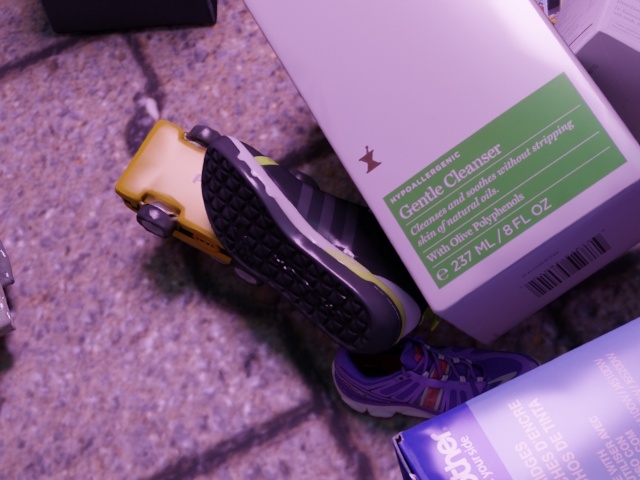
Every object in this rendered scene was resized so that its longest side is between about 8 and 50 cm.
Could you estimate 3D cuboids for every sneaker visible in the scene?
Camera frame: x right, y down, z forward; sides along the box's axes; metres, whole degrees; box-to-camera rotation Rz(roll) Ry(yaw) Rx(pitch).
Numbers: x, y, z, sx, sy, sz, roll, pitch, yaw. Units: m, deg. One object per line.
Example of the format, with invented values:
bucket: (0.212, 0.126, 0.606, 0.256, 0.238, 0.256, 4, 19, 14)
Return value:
sneaker: (0.092, 0.108, 1.225, 0.169, 0.071, 0.068, -1, 57, 9)
sneaker: (0.000, 0.000, 1.243, 0.097, 0.084, 0.235, -28, 67, -40)

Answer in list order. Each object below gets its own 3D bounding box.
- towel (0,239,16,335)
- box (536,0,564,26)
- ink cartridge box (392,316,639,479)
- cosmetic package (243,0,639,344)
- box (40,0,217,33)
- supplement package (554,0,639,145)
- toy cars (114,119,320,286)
towel: (-0.447, 0.031, 1.385, 0.324, 0.056, 0.312, -24, 57, -2)
box: (0.170, -0.215, 1.449, 0.114, 0.036, 0.207, -41, 59, -16)
ink cartridge box: (0.211, 0.187, 1.027, 0.395, 0.270, 0.151, -26, 54, -8)
cosmetic package: (0.096, -0.125, 1.213, 0.197, 0.155, 0.366, -36, 68, 10)
box: (-0.204, -0.409, 1.491, 0.182, 0.296, 0.294, -4, 55, 7)
supplement package: (0.298, -0.215, 1.332, 0.133, 0.139, 0.244, 26, 64, -8)
toy cars: (0.025, -0.044, 1.335, 0.393, 0.087, 0.177, -12, 67, -2)
